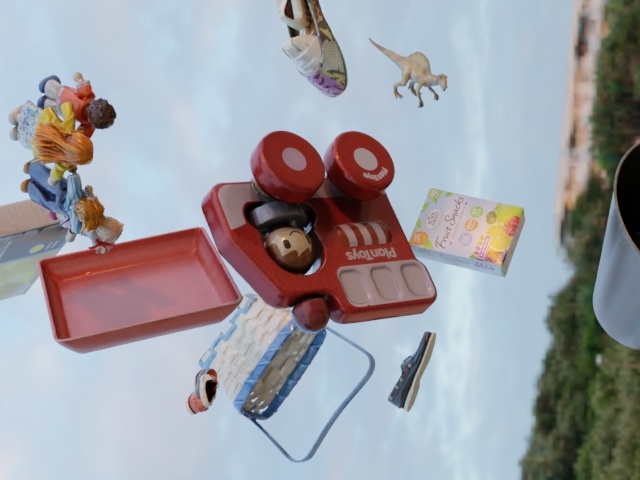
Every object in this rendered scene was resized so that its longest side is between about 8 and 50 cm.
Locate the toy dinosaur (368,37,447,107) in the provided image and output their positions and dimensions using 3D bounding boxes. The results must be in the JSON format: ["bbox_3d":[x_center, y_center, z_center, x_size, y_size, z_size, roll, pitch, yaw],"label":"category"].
[{"bbox_3d":[0.163,-0.297,2.052,0.053,0.183,0.092,-28,-40,-40],"label":"toy dinosaur"}]

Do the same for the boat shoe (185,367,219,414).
[{"bbox_3d":[-0.201,0.263,2.041,0.049,0.043,0.137,58,-162,-13],"label":"boat shoe"}]

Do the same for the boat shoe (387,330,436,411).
[{"bbox_3d":[0.143,0.200,1.797,0.049,0.042,0.133,0,-67,-69],"label":"boat shoe"}]

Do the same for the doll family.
[{"bbox_3d":[-0.338,-0.086,1.519,0.118,0.163,0.263,-25,-53,-40],"label":"doll family"}]

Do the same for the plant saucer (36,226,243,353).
[{"bbox_3d":[-0.263,0.074,1.656,0.258,0.259,0.047,-127,29,-59],"label":"plant saucer"}]

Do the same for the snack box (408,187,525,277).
[{"bbox_3d":[0.208,-0.012,1.636,0.100,0.141,0.037,-65,-25,-25],"label":"snack box"}]

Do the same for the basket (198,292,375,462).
[{"bbox_3d":[-0.065,0.250,2.233,0.254,0.289,0.201,-53,-27,3],"label":"basket"}]

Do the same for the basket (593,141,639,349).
[{"bbox_3d":[0.403,0.023,1.352,0.227,0.154,0.204,88,170,-60],"label":"basket"}]

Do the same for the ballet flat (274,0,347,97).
[{"bbox_3d":[-0.027,-0.309,1.663,0.079,0.077,0.221,-8,-100,-48],"label":"ballet flat"}]

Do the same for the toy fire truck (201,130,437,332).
[{"bbox_3d":[0.000,0.000,1.555,0.302,0.169,0.254,-5,-120,-39],"label":"toy fire truck"}]

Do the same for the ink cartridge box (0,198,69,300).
[{"bbox_3d":[-0.580,0.037,1.923,0.307,0.303,0.072,-20,-104,-44],"label":"ink cartridge box"}]
